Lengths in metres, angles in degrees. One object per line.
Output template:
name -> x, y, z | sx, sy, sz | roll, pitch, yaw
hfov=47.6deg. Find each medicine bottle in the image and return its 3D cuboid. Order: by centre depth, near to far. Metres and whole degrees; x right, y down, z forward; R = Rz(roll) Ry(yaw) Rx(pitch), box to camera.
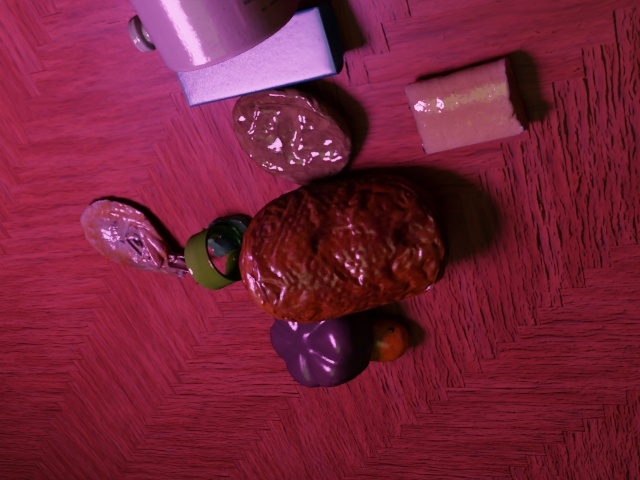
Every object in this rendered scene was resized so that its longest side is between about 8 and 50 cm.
medicine bottle -> -0.180, -0.410, 1.088 | 0.238, 0.238, 0.232 | -8, 128, 27

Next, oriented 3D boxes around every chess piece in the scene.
chess piece -> -0.280, -0.379, 1.277 | 0.103, 0.067, 0.067 | -17, 122, 22

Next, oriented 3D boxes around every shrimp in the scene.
shrimp -> -0.405, 0.000, 1.647 | 0.317, 0.077, 0.168 | 17, 131, 11

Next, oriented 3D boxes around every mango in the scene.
mango -> 0.120, 0.224, 1.628 | 0.165, 0.089, 0.115 | -6, 136, 30

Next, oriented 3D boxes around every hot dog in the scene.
hot dog -> 0.042, 0.021, 1.361 | 0.387, 0.174, 0.267 | -13, 101, 2

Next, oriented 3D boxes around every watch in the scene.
watch -> -0.198, 0.038, 1.545 | 0.131, 0.152, 0.165 | -22, 117, 32

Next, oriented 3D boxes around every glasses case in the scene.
glasses case -> -0.111, -0.317, 1.251 | 0.301, 0.070, 0.117 | -6, 114, 24

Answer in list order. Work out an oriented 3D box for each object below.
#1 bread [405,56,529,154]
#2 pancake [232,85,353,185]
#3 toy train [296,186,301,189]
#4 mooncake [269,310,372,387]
bread -> 0.242, -0.218, 1.208 | 0.178, 0.060, 0.139 | -11, 124, 29
pancake -> -0.049, -0.195, 1.354 | 0.242, 0.050, 0.242 | 17, 142, 14
toy train -> 0.000, 0.000, 1.482 | 0.248, 0.101, 0.159 | 37, 117, -13
mooncake -> 0.000, 0.206, 1.579 | 0.245, 0.133, 0.245 | 15, 113, 39
